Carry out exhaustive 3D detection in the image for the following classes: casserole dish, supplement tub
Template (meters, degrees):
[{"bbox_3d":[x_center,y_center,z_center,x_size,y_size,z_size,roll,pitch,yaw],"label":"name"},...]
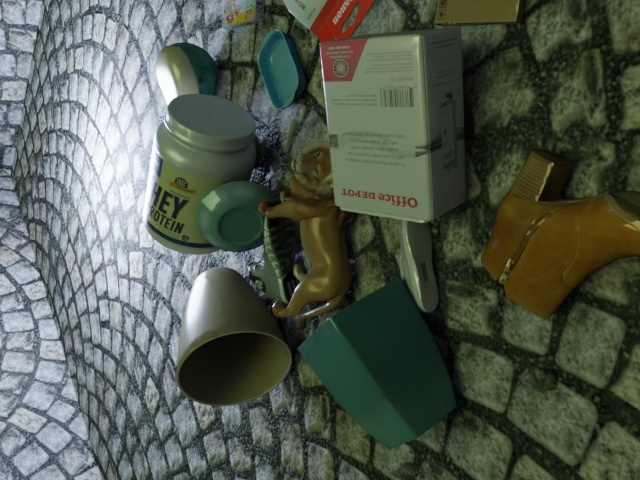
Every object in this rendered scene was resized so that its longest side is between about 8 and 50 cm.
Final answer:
[{"bbox_3d":[-0.084,-0.379,1.386,0.114,0.036,0.189,-41,63,44],"label":"casserole dish"},{"bbox_3d":[-0.284,-0.154,1.470,0.235,0.235,0.325,51,135,36],"label":"supplement tub"}]

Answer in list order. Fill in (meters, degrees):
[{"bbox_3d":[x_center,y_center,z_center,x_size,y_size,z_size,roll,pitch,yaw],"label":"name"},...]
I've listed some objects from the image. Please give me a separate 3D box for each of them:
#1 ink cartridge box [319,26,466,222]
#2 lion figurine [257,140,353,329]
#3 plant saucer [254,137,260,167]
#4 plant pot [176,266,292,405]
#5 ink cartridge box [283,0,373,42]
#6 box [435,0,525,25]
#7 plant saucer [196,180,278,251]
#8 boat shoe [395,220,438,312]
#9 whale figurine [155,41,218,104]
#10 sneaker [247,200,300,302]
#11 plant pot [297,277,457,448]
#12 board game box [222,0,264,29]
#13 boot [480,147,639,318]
[{"bbox_3d":[0.119,-0.190,1.015,0.207,0.117,0.283,12,117,42],"label":"ink cartridge box"},{"bbox_3d":[0.000,0.000,1.255,0.240,0.142,0.393,-3,104,41],"label":"lion figurine"},{"bbox_3d":[-0.177,-0.216,1.528,0.083,0.015,0.084,4,96,51],"label":"plant saucer"},{"bbox_3d":[-0.221,0.200,1.463,0.257,0.256,0.274,-63,31,32],"label":"plant pot"},{"bbox_3d":[0.007,-0.515,1.251,0.189,0.066,0.233,-49,52,41],"label":"ink cartridge box"},{"bbox_3d":[0.259,-0.441,0.967,0.164,0.021,0.202,21,109,48],"label":"box"},{"bbox_3d":[-0.182,-0.042,1.405,0.037,0.194,0.195,-108,36,-52],"label":"plant saucer"},{"bbox_3d":[0.163,0.036,1.095,0.063,0.066,0.184,-10,95,50],"label":"boat shoe"},{"bbox_3d":[-0.335,-0.389,1.648,0.216,0.141,0.272,35,143,45],"label":"whale figurine"},{"bbox_3d":[-0.123,0.030,1.396,0.132,0.086,0.229,-5,96,42],"label":"sneaker"},{"bbox_3d":[0.109,0.223,1.070,0.234,0.165,0.165,57,147,13],"label":"plant pot"},{"bbox_3d":[-0.189,-0.577,1.510,0.154,0.026,0.104,10,100,50],"label":"board game box"},{"bbox_3d":[0.352,0.025,0.836,0.295,0.104,0.211,45,131,46],"label":"boot"}]
